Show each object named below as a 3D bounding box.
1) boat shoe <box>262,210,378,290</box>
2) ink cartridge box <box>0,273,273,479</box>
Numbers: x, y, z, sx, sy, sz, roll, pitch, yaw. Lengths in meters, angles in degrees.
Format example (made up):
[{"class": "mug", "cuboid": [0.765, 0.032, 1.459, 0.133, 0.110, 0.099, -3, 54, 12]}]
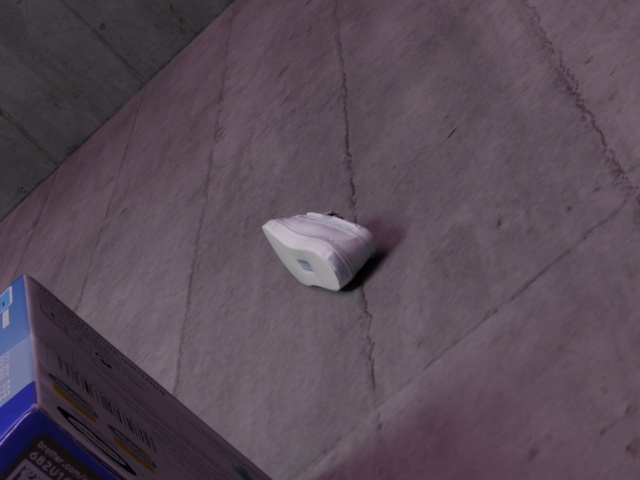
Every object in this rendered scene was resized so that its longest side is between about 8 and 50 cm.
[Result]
[{"class": "boat shoe", "cuboid": [0.000, 0.000, 1.474, 0.063, 0.066, 0.184, -35, 12, -14]}, {"class": "ink cartridge box", "cuboid": [-0.128, 0.191, 0.960, 0.151, 0.270, 0.395, -48, 16, -1]}]
